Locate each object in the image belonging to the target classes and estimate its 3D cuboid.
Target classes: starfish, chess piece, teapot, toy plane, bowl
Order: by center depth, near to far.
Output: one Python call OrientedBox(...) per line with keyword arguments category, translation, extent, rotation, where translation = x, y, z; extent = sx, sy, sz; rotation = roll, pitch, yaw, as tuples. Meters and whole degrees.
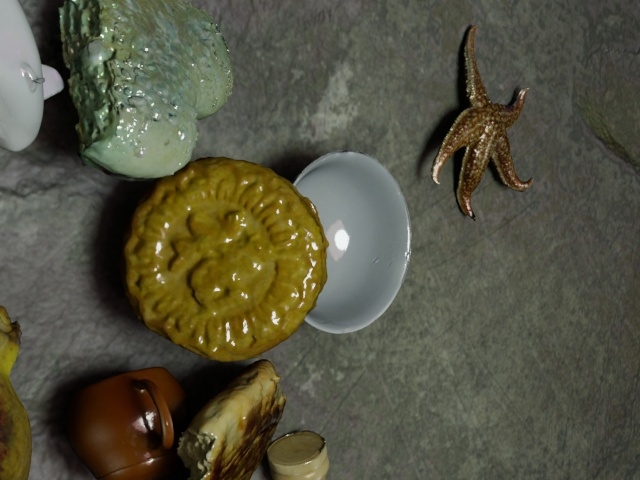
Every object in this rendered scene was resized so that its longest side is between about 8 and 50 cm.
OrientedBox(category="toy plane", translation=(-0.291, -0.176, 0.728), extent=(0.252, 0.118, 0.252), rotation=(15, 71, -53))
OrientedBox(category="teapot", translation=(-0.163, 0.175, 0.859), extent=(0.116, 0.173, 0.116), rotation=(12, 63, -24))
OrientedBox(category="bowl", translation=(0.000, 0.000, 1.016), extent=(0.189, 0.086, 0.189), rotation=(-3, 95, -41))
OrientedBox(category="chess piece", translation=(-0.014, 0.274, 1.048), extent=(0.066, 0.066, 0.122), rotation=(-28, 116, -36))
OrientedBox(category="starfish", translation=(0.199, -0.144, 1.195), extent=(0.213, 0.057, 0.238), rotation=(-19, 108, -46))

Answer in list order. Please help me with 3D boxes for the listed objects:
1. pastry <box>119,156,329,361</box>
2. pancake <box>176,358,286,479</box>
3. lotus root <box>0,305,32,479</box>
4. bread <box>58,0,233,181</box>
OrientedBox(category="pastry", translation=(-0.086, 0.014, 0.875), extent=(0.103, 0.188, 0.189), rotation=(24, 75, -84))
OrientedBox(category="pancake", translation=(-0.104, 0.218, 0.915), extent=(0.245, 0.057, 0.266), rotation=(-61, 169, 17))
OrientedBox(category="lotus root", translation=(-0.312, 0.191, 0.727), extent=(0.169, 0.141, 0.314), rotation=(31, 74, -35))
OrientedBox(category="bread", translation=(-0.151, -0.156, 0.841), extent=(0.172, 0.064, 0.232), rotation=(51, 35, -17))
